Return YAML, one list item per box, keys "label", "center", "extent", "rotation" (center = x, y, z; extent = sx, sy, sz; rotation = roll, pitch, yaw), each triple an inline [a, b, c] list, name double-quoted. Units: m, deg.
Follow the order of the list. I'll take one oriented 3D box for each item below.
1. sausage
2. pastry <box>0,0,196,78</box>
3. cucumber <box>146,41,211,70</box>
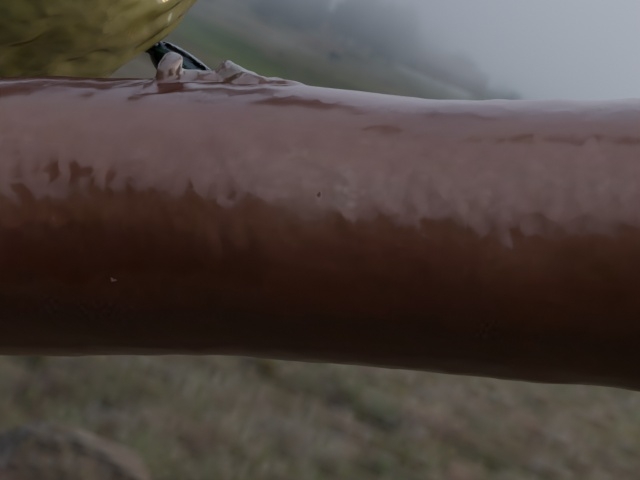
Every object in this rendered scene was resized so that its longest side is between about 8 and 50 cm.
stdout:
- label: "sausage"
  center: [0.000, 0.000, 0.571]
  extent: [0.419, 0.094, 0.094]
  rotation: [2, -25, 16]
- label: "pastry"
  center: [-0.241, -0.285, 1.338]
  extent: [0.313, 0.388, 0.388]
  rotation: [-3, 21, -40]
- label: "cucumber"
  center: [-0.056, -0.076, 1.406]
  extent: [0.184, 0.036, 0.033]
  rotation: [49, 21, 3]
